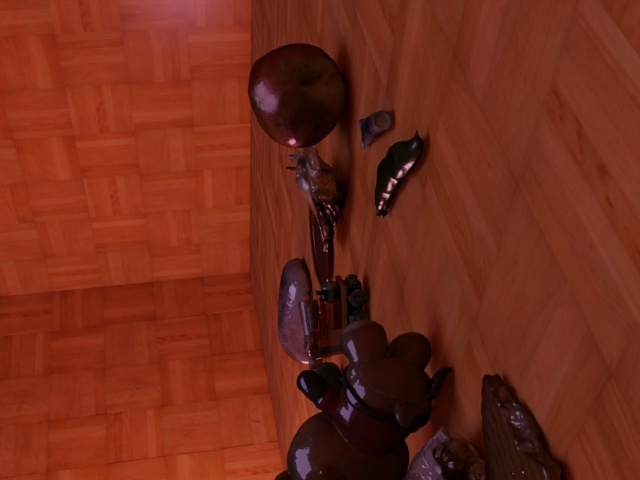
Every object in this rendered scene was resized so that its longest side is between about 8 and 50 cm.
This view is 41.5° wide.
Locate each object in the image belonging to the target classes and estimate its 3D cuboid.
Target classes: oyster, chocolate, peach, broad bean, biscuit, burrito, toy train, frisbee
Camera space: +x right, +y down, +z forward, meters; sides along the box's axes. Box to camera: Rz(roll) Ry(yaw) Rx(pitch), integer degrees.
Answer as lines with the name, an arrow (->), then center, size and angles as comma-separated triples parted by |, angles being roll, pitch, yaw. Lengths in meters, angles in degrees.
oyster -> 0.002, -0.101, 1.877 | 0.275, 0.100, 0.271 | 64, 173, -20
chocolate -> -0.080, 0.213, 2.537 | 0.185, 0.100, 0.304 | -112, 22, -68
peach -> -0.051, -0.288, 1.770 | 0.235, 0.214, 0.214 | 119, 145, -65
broad bean -> 0.118, -0.111, 1.371 | 0.297, 0.043, 0.060 | 112, 140, -71
biscuit -> 0.230, 0.253, 0.960 | 0.176, 0.031, 0.229 | 106, 158, -62
burrito -> 0.170, 0.379, 1.248 | 0.117, 0.076, 0.392 | 57, 159, 25
toy train -> 0.039, 0.155, 1.745 | 0.074, 0.118, 0.176 | -121, 26, -62
frisbee -> 0.000, 0.000, 2.167 | 0.251, 0.021, 0.251 | 174, 90, -79

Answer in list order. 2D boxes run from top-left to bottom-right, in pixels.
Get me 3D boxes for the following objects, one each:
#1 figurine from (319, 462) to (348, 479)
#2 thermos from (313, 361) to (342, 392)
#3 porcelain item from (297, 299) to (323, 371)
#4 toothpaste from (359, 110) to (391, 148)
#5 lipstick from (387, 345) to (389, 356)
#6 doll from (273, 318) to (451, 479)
figurine -> 0.114, 0.476, 1.072 | 0.387, 0.268, 0.401 | 35, 141, 60
thermos -> 0.039, 0.372, 2.025 | 0.188, 0.083, 0.073 | -117, 2, -61
porcelain item -> -0.024, 0.275, 2.344 | 0.084, 0.054, 0.213 | 103, 161, -68
toothpaste -> 0.091, -0.202, 1.507 | 0.205, 0.036, 0.056 | -175, 78, -84
lipstick -> 0.115, 0.202, 1.600 | 0.176, 0.027, 0.027 | -123, 30, -71
doll -> 0.071, 0.293, 1.300 | 0.330, 0.234, 0.174 | -66, 29, 21
